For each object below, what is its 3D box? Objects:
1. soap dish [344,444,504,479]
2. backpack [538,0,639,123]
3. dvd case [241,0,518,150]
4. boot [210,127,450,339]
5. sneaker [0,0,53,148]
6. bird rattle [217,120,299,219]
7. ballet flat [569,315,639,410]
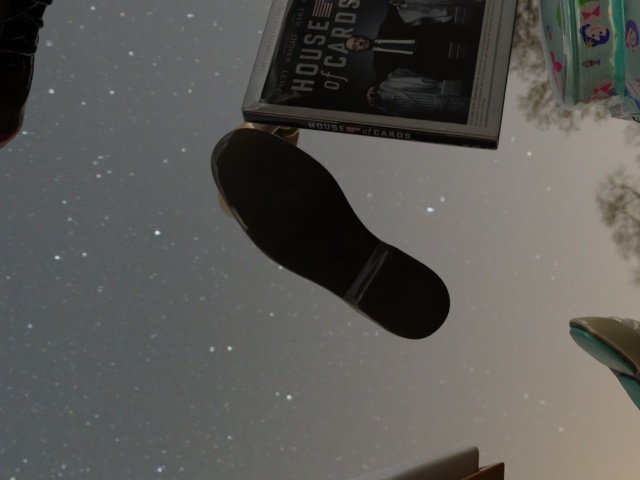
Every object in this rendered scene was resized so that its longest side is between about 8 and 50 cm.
[{"bbox_3d":[0.057,0.350,0.932,0.229,0.291,0.118,-1,-112,-48],"label":"soap dish"},{"bbox_3d":[0.280,-0.204,0.637,0.253,0.191,0.225,-58,-39,-77],"label":"backpack"},{"bbox_3d":[0.060,-0.179,0.735,0.029,0.239,0.179,76,-155,-64],"label":"dvd case"},{"bbox_3d":[0.000,0.000,0.851,0.112,0.305,0.115,-49,2,-8],"label":"boot"},{"bbox_3d":[-0.231,-0.195,0.545,0.097,0.135,0.276,-38,-47,-67],"label":"sneaker"},{"bbox_3d":[-0.076,-0.110,1.017,0.207,0.143,0.253,-44,-15,-48],"label":"bird rattle"},{"bbox_3d":[0.406,0.150,0.997,0.248,0.086,0.086,44,-123,-31],"label":"ballet flat"}]
